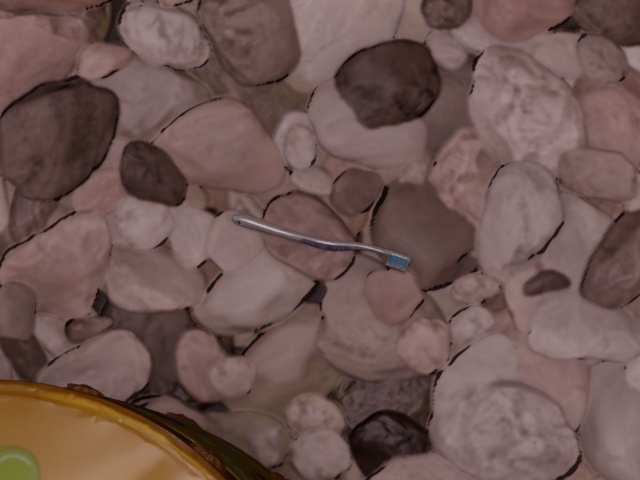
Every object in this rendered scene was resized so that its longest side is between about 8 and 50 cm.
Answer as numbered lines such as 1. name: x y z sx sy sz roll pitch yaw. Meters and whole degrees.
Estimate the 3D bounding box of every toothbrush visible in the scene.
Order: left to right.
1. toothbrush: 0.000 0.000 1.124 0.131 0.011 0.013 15 61 8

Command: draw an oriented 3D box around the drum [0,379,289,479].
1. drum: -0.172 0.296 0.968 0.431 0.214 0.431 -2 79 9
